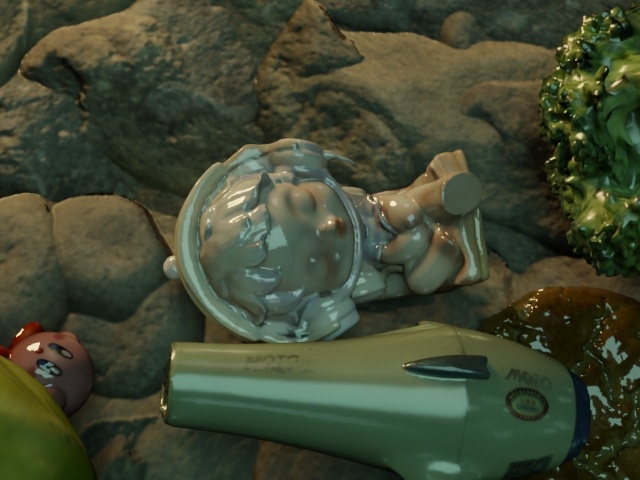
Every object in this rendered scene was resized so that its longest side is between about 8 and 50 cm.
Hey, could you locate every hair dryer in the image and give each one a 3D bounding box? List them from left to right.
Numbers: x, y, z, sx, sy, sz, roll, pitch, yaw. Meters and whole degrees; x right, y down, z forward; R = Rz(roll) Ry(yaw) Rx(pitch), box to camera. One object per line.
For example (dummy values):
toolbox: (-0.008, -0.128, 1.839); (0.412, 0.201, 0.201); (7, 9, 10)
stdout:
hair dryer: (0.019, 0.159, 0.612); (0.296, 0.119, 0.298); (21, 49, 4)

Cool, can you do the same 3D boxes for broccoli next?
broccoli: (0.319, -0.102, 0.741); (0.235, 0.260, 0.288); (4, 90, -46)

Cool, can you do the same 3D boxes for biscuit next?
biscuit: (0.216, 0.140, 0.748); (0.226, 0.042, 0.226); (2, 73, -8)

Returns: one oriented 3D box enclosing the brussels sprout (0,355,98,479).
brussels sprout: (-0.284, 0.187, 0.544); (0.344, 0.268, 0.344); (-1, 86, 11)

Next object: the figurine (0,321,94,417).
figurine: (-0.203, 0.099, 0.694); (0.071, 0.067, 0.083); (18, 35, 9)

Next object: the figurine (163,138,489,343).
figurine: (-0.001, 0.001, 0.709); (0.236, 0.141, 0.163); (-3, 79, -8)
